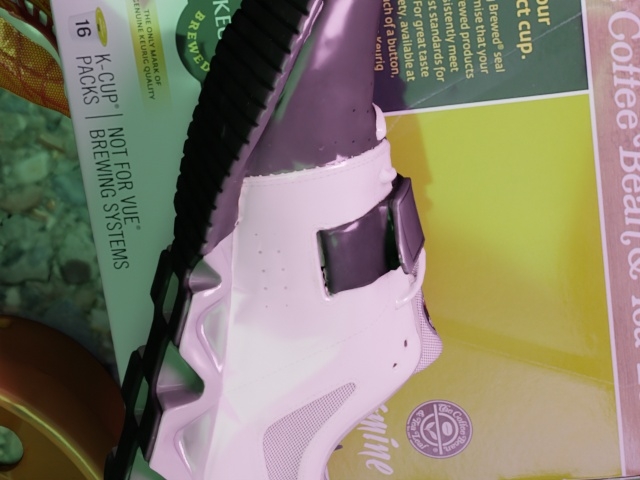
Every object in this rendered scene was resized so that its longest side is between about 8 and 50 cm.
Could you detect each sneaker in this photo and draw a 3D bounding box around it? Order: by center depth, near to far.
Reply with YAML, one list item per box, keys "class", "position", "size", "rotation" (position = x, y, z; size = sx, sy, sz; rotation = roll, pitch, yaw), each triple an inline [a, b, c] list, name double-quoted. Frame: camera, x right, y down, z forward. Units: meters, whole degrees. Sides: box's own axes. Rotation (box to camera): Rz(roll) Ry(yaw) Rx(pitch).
- class: "sneaker"
  position: [0.000, 0.000, 0.799]
  size: [0.146, 0.122, 0.331]
  rotation: [11, 109, -16]
- class: "sneaker"
  position: [-0.187, -0.120, 1.039]
  size: [0.175, 0.064, 0.067]
  rotation: [42, 128, -3]

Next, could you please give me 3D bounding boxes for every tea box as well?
- class: "tea box"
  position: [0.043, -0.041, 0.946]
  size: [0.323, 0.220, 0.329]
  rotation: [-5, 108, 9]

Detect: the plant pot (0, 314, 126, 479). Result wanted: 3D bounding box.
- class: "plant pot"
  position: [-0.237, 0.176, 1.058]
  size: [0.290, 0.203, 0.291]
  rotation: [2, 109, 7]
